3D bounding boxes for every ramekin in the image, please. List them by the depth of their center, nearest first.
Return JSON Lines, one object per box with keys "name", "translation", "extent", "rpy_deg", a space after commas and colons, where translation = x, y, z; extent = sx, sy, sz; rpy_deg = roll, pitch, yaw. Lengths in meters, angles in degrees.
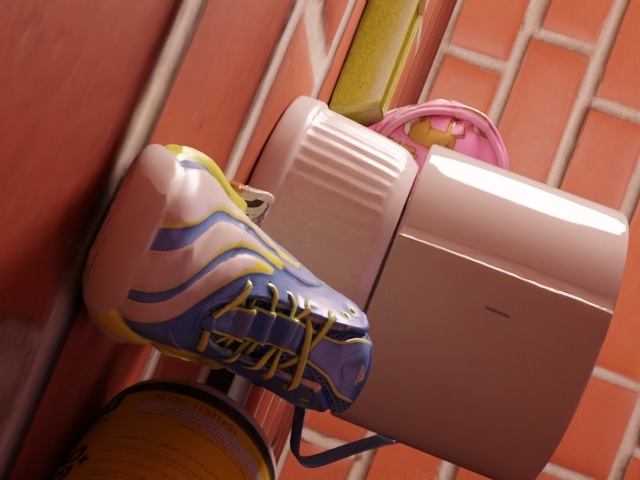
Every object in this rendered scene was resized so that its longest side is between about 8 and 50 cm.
{"name": "ramekin", "translation": [0.000, 0.000, 0.785], "extent": [0.207, 0.109, 0.207], "rpy_deg": [21, 90, -85]}

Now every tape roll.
{"name": "tape roll", "translation": [0.128, 0.062, 0.820], "extent": [0.246, 0.169, 0.246], "rpy_deg": [21, 90, -86]}

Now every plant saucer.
{"name": "plant saucer", "translation": [0.067, -0.202, 1.035], "extent": [0.188, 0.045, 0.188], "rpy_deg": [1, 110, -85]}

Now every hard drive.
{"name": "hard drive", "translation": [-0.094, 0.155, 0.913], "extent": [0.135, 0.022, 0.094], "rpy_deg": [89, 22, -77]}

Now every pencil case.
{"name": "pencil case", "translation": [0.120, -0.086, 1.208], "extent": [0.386, 0.167, 0.160], "rpy_deg": [-87, 160, -82]}

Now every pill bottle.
{"name": "pill bottle", "translation": [-0.092, 0.152, 0.451], "extent": [0.184, 0.103, 0.103], "rpy_deg": [-60, 170, -60]}

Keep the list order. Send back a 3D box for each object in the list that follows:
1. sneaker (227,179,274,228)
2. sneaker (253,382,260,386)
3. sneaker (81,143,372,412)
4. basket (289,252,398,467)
{"name": "sneaker", "translation": [-0.049, -0.015, 0.635], "extent": [0.083, 0.032, 0.037], "rpy_deg": [73, 38, -81]}
{"name": "sneaker", "translation": [-0.038, 0.142, 1.133], "extent": [0.209, 0.082, 0.069], "rpy_deg": [94, 16, -78]}
{"name": "sneaker", "translation": [-0.029, 0.026, 0.474], "extent": [0.240, 0.126, 0.091], "rpy_deg": [84, 27, -80]}
{"name": "basket", "translation": [0.087, 0.143, 1.252], "extent": [0.201, 0.255, 0.289], "rpy_deg": [35, -51, 55]}
